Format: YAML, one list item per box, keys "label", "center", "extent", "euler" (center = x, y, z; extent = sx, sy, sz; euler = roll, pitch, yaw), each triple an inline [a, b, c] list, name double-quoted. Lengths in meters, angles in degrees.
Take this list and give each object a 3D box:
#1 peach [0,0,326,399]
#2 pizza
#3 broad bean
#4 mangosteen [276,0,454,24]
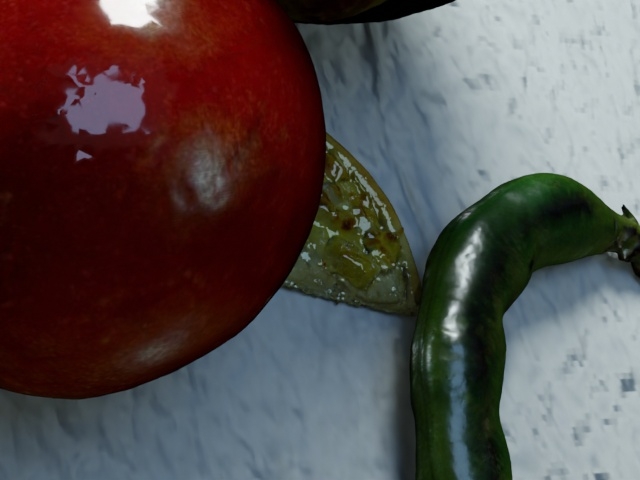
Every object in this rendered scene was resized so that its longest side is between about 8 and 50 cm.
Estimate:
- label: "peach"
  center: [-0.112, -0.048, 0.818]
  extent: [0.243, 0.199, 0.243]
  euler: [33, 30, -22]
- label: "pizza"
  center: [0.000, 0.000, 0.978]
  extent: [0.109, 0.026, 0.123]
  euler: [-26, 78, -36]
- label: "broad bean"
  center: [0.107, 0.056, 0.990]
  extent: [0.144, 0.049, 0.292]
  euler: [47, 48, -12]
- label: "mangosteen"
  center: [0.001, -0.250, 0.927]
  extent: [0.307, 0.307, 0.347]
  euler: [35, 19, -9]
